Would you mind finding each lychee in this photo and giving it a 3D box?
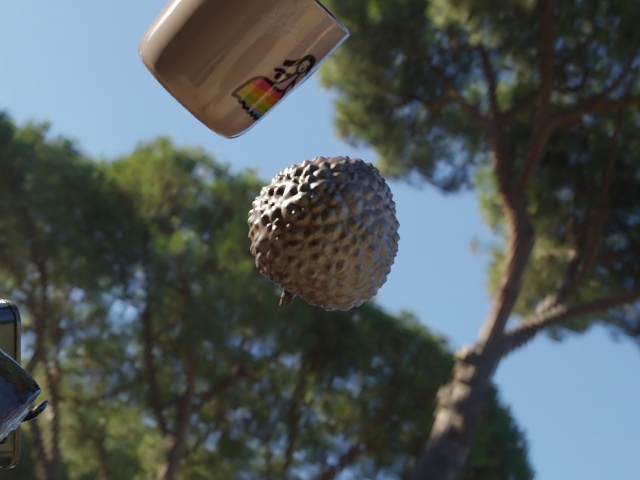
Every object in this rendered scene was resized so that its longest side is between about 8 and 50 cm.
[{"bbox_3d":[0.000,0.000,1.676,0.165,0.165,0.197,32,-68,-10],"label":"lychee"}]

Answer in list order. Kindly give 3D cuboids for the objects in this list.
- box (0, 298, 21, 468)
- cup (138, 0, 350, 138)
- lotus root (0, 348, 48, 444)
[{"bbox_3d":[-0.258,0.104,1.203,0.031,0.126,0.091,-3,7,-41],"label":"box"},{"bbox_3d":[-0.087,-0.238,1.986,0.191,0.200,0.253,48,8,26],"label":"cup"},{"bbox_3d":[-0.277,0.161,0.952,0.074,0.261,0.170,45,-10,-2],"label":"lotus root"}]
